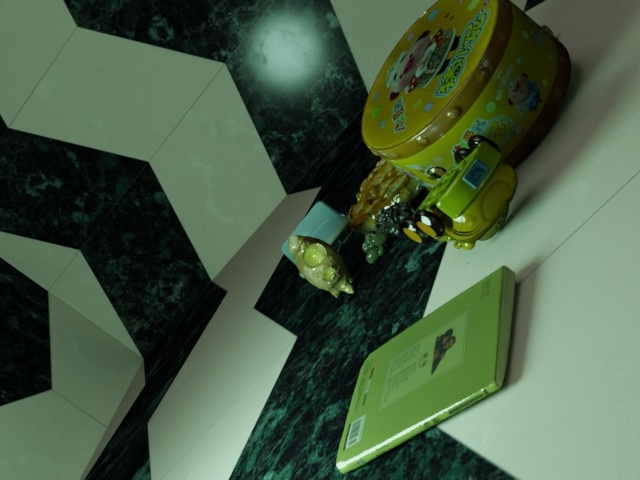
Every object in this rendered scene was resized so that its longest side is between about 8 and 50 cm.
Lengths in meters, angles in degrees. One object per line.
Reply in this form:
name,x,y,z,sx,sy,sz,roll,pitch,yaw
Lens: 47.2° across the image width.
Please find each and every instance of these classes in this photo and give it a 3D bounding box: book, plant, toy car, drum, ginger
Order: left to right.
ginger,0.006,0.064,1.803,0.102,0.216,0.157,-44,-27,-2
plant,0.157,-0.024,1.752,0.174,0.087,0.085,-53,36,15
book,0.158,0.206,1.132,0.352,0.035,0.239,-41,17,39
drum,0.293,-0.309,1.543,0.431,0.214,0.431,-43,28,31
toy car,0.261,-0.064,1.300,0.200,0.142,0.248,-53,2,-10

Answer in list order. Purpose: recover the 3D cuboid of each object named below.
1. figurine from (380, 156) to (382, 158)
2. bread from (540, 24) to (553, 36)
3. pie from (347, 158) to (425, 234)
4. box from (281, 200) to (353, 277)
figurine,0.267,-0.357,2.198,0.275,0.161,0.158,-44,-27,22
bread,0.523,-0.477,1.794,0.103,0.049,0.062,-41,7,45
pie,0.196,-0.141,1.936,0.315,0.092,0.315,-48,17,20
box,0.000,0.000,2.090,0.227,0.130,0.162,-52,-12,2
